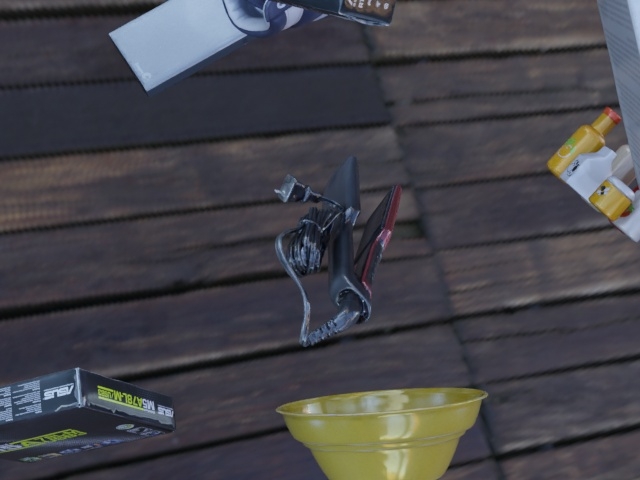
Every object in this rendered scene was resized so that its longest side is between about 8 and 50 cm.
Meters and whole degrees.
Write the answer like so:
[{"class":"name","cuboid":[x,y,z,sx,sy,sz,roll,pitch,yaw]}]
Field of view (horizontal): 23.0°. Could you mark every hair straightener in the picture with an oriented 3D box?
[{"class":"hair straightener","cuboid":[0.000,0.000,1.052,0.089,0.047,0.230,34,29,-7]}]

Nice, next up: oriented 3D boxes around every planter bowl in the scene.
[{"class":"planter bowl","cuboid":[0.065,0.206,1.602,0.217,0.217,0.090,-4,89,-30]}]

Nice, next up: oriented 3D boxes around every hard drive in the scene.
[{"class":"hard drive","cuboid":[-0.149,-0.220,1.701,0.135,0.022,0.094,-31,60,-7]}]

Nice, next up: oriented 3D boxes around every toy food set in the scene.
[{"class":"toy food set","cuboid":[0.352,-0.079,1.833,0.111,0.232,0.104,40,96,-9]}]

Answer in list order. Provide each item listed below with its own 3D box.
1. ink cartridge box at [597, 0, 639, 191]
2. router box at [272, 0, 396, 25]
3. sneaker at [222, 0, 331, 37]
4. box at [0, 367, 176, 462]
[{"class":"ink cartridge box","cuboid":[0.143,-0.051,0.612,0.045,0.145,0.179,-16,100,8]},{"class":"router box","cuboid":[0.003,-0.169,0.742,0.038,0.092,0.122,5,101,-46]},{"class":"sneaker","cuboid":[0.015,-0.245,1.090,0.153,0.282,0.099,-21,66,-32]},{"class":"box","cuboid":[-0.269,0.177,1.563,0.184,0.191,0.045,27,52,-64]}]
